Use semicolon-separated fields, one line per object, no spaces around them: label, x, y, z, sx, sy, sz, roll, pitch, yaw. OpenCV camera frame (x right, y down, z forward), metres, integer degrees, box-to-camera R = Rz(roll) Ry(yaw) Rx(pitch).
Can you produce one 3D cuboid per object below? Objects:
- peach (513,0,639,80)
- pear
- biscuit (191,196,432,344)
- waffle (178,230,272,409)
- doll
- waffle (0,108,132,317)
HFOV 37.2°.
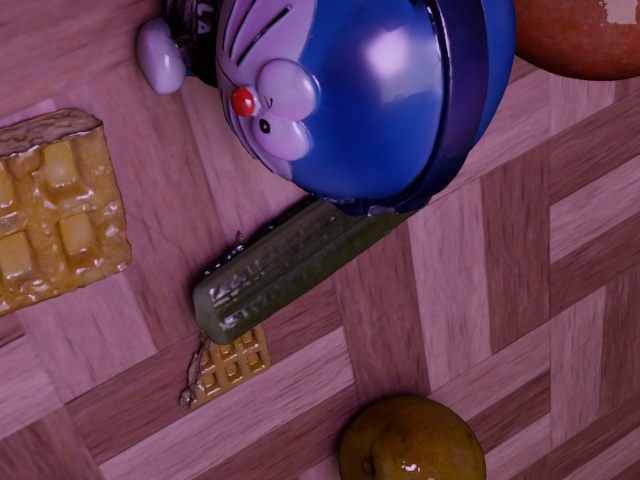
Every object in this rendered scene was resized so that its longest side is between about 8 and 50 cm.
peach;0.269;-0.274;0.908;0.252;0.252;0.252;-20;130;-25
pear;0.119;0.297;1.251;0.200;0.200;0.200;-20;130;-25
biscuit;0.000;0.000;1.030;0.322;0.038;0.099;-35;131;-22
waffle;-0.120;0.091;1.037;0.125;0.032;0.191;-25;130;-16
doll;0.008;-0.164;0.744;0.240;0.310;0.284;-19;130;-28
waffle;-0.303;-0.002;0.808;0.274;0.057;0.168;-22;132;-23
